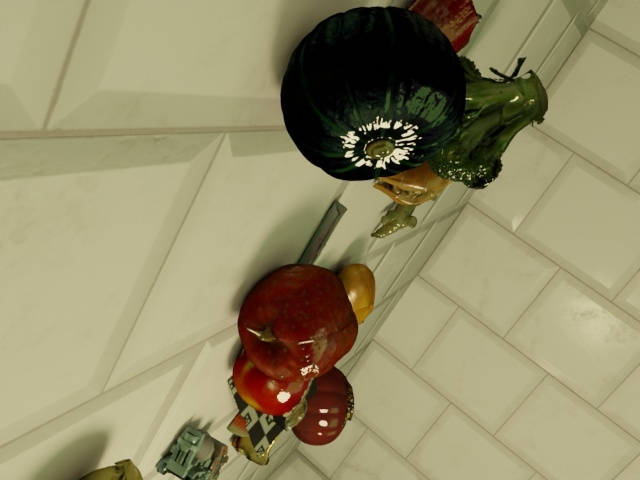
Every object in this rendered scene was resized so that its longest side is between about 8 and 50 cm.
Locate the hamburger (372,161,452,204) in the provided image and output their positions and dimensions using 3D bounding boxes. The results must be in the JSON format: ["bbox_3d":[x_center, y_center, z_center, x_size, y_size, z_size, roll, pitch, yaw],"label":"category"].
[{"bbox_3d":[0.271,-0.199,1.507,0.283,0.156,0.144,-45,162,-19],"label":"hamburger"}]

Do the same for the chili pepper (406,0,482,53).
[{"bbox_3d":[0.144,-0.313,1.022,0.252,0.136,0.144,-43,-151,2],"label":"chili pepper"}]

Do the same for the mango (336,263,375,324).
[{"bbox_3d":[0.089,0.154,1.803,0.187,0.138,0.257,-34,155,-38],"label":"mango"}]

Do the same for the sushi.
[{"bbox_3d":[-0.085,0.434,1.732,0.296,0.100,0.373,-42,138,-34],"label":"sushi"}]

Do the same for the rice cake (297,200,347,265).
[{"bbox_3d":[-0.001,-0.001,1.393,0.208,0.033,0.033,-60,165,23],"label":"rice cake"}]

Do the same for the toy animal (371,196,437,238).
[{"bbox_3d":[0.243,-0.085,1.834,0.219,0.103,0.101,-54,-171,-9],"label":"toy animal"}]

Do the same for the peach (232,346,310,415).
[{"bbox_3d":[-0.110,0.331,1.492,0.196,0.190,0.226,-25,141,-12],"label":"peach"}]

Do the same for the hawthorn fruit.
[{"bbox_3d":[-0.046,0.175,1.281,0.262,0.258,0.258,-81,-164,-58],"label":"hawthorn fruit"}]

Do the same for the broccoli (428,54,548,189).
[{"bbox_3d":[0.336,-0.275,1.317,0.283,0.304,0.321,-17,-146,38],"label":"broccoli"}]

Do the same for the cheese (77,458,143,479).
[{"bbox_3d":[-0.407,0.538,1.095,0.128,0.259,0.316,20,98,-31],"label":"cheese"}]

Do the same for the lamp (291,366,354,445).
[{"bbox_3d":[-0.010,0.598,2.257,0.303,0.256,0.303,-175,-90,-84],"label":"lamp"}]

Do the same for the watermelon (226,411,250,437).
[{"bbox_3d":[-0.200,0.561,1.933,0.145,0.137,0.193,-54,-153,2],"label":"watermelon"}]

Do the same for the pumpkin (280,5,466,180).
[{"bbox_3d":[0.065,-0.217,0.827,0.248,0.248,0.248,-47,164,-18],"label":"pumpkin"}]

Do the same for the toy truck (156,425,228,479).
[{"bbox_3d":[-0.319,0.557,1.592,0.140,0.108,0.257,-63,164,-11],"label":"toy truck"}]

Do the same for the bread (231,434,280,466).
[{"bbox_3d":[-0.216,0.682,2.086,0.169,0.140,0.160,-56,176,0],"label":"bread"}]
